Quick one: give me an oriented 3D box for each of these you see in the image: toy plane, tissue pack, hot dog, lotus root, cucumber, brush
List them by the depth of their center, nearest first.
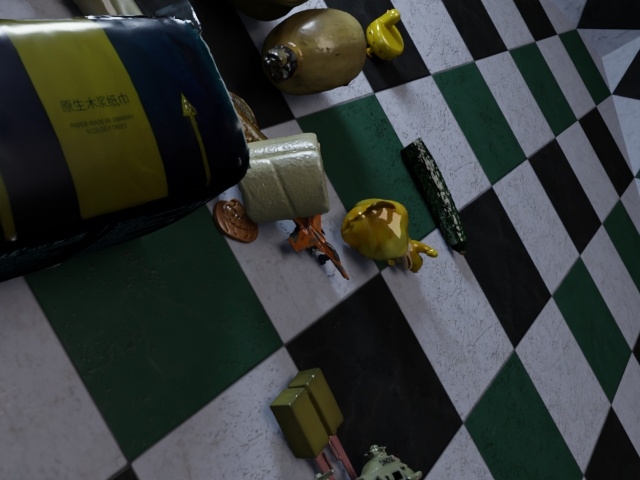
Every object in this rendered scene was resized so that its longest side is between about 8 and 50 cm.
[{"bbox_3d":[-0.324,-0.099,0.839,0.416,0.264,0.253,-27,94,-52],"label":"tissue pack"},{"bbox_3d":[0.077,0.375,1.136,0.286,0.092,0.108,13,48,-59],"label":"toy plane"},{"bbox_3d":[0.007,0.326,1.154,0.103,0.047,0.233,-43,112,-53],"label":"brush"},{"bbox_3d":[-0.145,-0.199,1.286,0.140,0.060,0.090,59,41,-9],"label":"hot dog"},{"bbox_3d":[-0.009,0.003,1.330,0.188,0.062,0.135,62,34,-24],"label":"toy plane"},{"bbox_3d":[-0.026,-0.362,1.429,0.182,0.183,0.310,59,37,-4],"label":"lotus root"},{"bbox_3d":[0.277,-0.101,1.728,0.067,0.067,0.293,-26,89,-54],"label":"cucumber"}]

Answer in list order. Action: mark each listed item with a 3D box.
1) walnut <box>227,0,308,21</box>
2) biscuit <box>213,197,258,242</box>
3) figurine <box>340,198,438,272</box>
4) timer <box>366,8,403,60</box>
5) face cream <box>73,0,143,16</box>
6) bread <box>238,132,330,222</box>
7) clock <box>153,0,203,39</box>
[{"bbox_3d":[-0.122,-0.561,1.406,0.283,0.227,0.283,31,35,-25],"label":"walnut"},{"bbox_3d":[-0.140,-0.036,1.225,0.091,0.015,0.078,19,54,-43],"label":"biscuit"},{"bbox_3d":[0.136,-0.007,1.460,0.246,0.131,0.156,31,25,-53],"label":"figurine"},{"bbox_3d":[0.167,-0.503,1.808,0.107,0.109,0.107,28,48,-37],"label":"timer"},{"bbox_3d":[-0.344,-0.384,1.157,0.341,0.084,0.137,55,24,-19],"label":"face cream"},{"bbox_3d":[-0.062,-0.103,1.228,0.148,0.141,0.134,-91,172,-67],"label":"bread"},{"bbox_3d":[-0.187,-0.219,1.106,0.055,0.280,0.280,-17,78,-9],"label":"clock"}]
